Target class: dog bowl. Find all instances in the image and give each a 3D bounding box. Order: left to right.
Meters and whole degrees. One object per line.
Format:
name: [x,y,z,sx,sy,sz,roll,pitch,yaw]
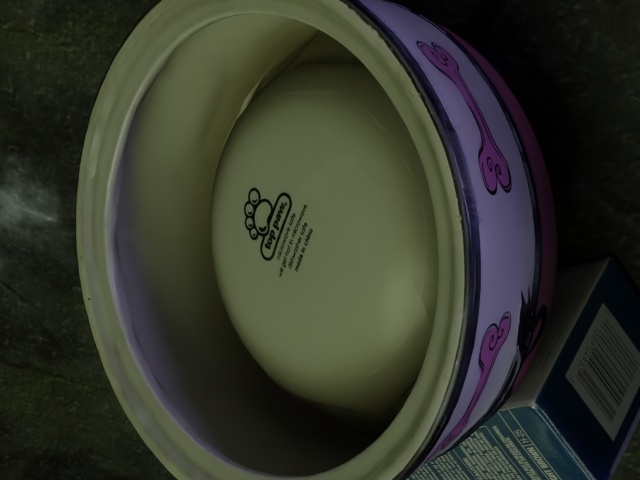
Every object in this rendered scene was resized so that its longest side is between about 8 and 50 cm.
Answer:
dog bowl: [0.000,0.000,1.346,0.408,0.150,0.408,8,101,44]

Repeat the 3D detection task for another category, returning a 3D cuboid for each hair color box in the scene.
hair color box: [0.102,0.138,1.504,0.347,0.174,0.105,-16,119,44]
